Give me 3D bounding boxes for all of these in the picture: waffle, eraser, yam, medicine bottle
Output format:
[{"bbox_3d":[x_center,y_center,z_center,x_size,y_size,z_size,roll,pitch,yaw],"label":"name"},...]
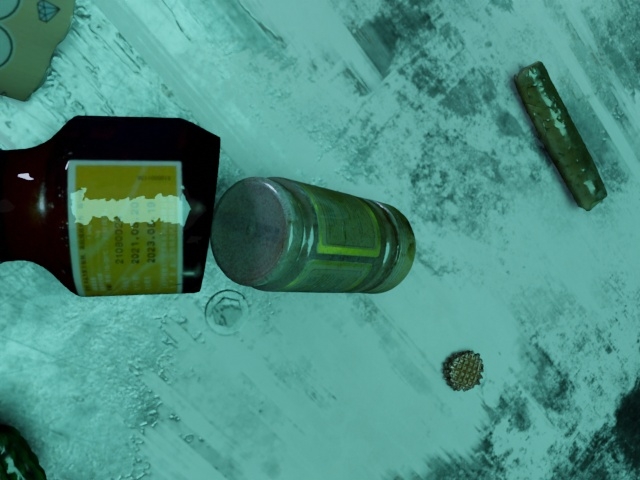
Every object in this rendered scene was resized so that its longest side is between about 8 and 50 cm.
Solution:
[{"bbox_3d":[0.267,0.244,1.246,0.083,0.029,0.075,-20,101,-17],"label":"waffle"},{"bbox_3d":[-0.449,-0.278,0.768,0.290,0.087,0.171,11,118,-52],"label":"eraser"},{"bbox_3d":[0.456,-0.193,1.259,0.071,0.067,0.317,-34,107,-3],"label":"yam"},{"bbox_3d":[0.000,0.000,0.959,0.322,0.151,0.151,8,93,-55],"label":"medicine bottle"},{"bbox_3d":[-0.333,-0.049,0.855,0.395,0.242,0.243,3,95,-10],"label":"medicine bottle"}]

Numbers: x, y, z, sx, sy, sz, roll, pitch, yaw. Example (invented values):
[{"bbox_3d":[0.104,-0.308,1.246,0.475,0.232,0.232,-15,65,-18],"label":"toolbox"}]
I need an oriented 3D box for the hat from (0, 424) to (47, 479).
[{"bbox_3d":[-0.520,0.279,0.815,0.274,0.242,0.332,-31,99,-43],"label":"hat"}]
